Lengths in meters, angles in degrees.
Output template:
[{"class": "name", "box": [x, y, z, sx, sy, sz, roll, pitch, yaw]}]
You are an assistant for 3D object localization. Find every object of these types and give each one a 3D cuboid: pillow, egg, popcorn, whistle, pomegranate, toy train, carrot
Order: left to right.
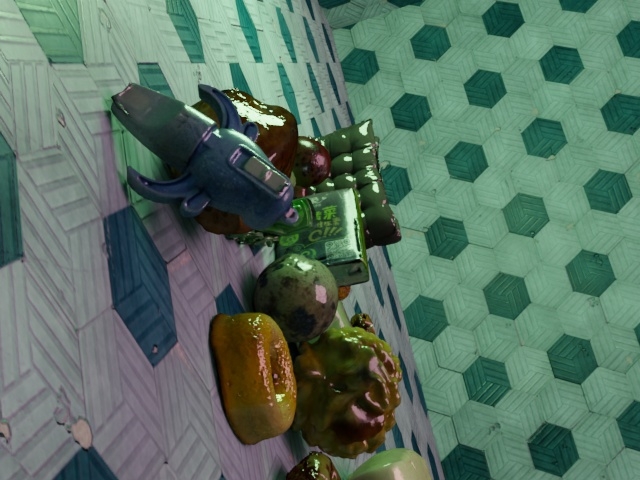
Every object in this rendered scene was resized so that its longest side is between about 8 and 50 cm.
[{"class": "whistle", "box": [-0.139, -0.102, 1.104, 0.180, 0.269, 0.093, -55, -178, -31]}, {"class": "toy train", "box": [-0.084, -0.040, 1.515, 0.251, 0.119, 0.085, 16, 59, -80]}, {"class": "egg", "box": [-0.040, 0.091, 1.471, 0.181, 0.141, 0.141, -102, 173, -72]}, {"class": "pomegranate", "box": [-0.039, -0.151, 1.944, 0.129, 0.130, 0.159, 52, 32, -65]}, {"class": "pillow", "box": [0.048, -0.116, 2.041, 0.101, 0.228, 0.326, 69, 8, -56]}, {"class": "popcorn", "box": [0.036, 0.249, 1.479, 0.169, 0.189, 0.217, 115, -19, -75]}, {"class": "carrot", "box": [0.117, 0.294, 2.236, 0.069, 0.069, 0.228, 56, 22, -60]}]

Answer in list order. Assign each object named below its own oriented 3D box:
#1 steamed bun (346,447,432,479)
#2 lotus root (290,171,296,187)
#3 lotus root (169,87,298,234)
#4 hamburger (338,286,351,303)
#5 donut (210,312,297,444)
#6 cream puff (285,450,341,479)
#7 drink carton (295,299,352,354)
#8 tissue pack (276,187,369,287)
[{"class": "steamed bun", "box": [0.133, 0.507, 1.708, 0.250, 0.155, 0.199, 28, 44, -69]}, {"class": "lotus root", "box": [-0.100, -0.153, 1.746, 0.144, 0.070, 0.143, 19, 54, -78]}, {"class": "lotus root", "box": [-0.127, -0.128, 1.307, 0.291, 0.193, 0.193, -67, 140, -63]}, {"class": "hamburger", "box": [0.008, 0.071, 1.852, 0.137, 0.087, 0.166, 58, -2, 22]}, {"class": "donut", "box": [-0.087, 0.186, 1.248, 0.174, 0.075, 0.190, 59, 18, -56]}, {"class": "cream puff", "box": [-0.009, 0.388, 1.322, 0.149, 0.085, 0.149, -18, 90, -84]}, {"class": "drink carton", "box": [0.017, 0.193, 1.647, 0.146, 0.144, 0.142, -5, 73, -80]}, {"class": "tissue pack", "box": [0.000, 0.000, 1.752, 0.235, 0.174, 0.073, -95, 172, -51]}]
